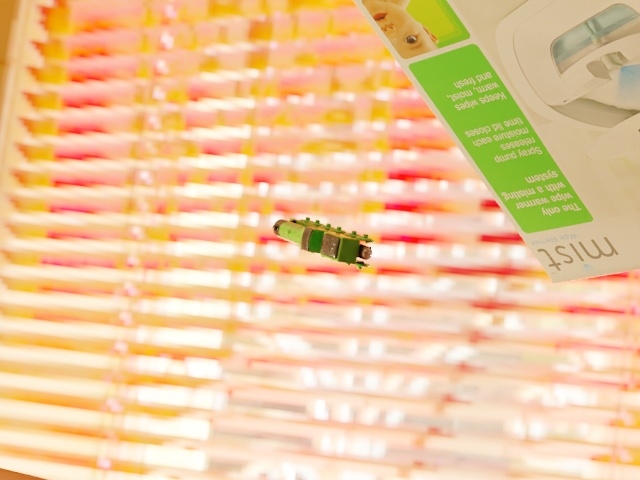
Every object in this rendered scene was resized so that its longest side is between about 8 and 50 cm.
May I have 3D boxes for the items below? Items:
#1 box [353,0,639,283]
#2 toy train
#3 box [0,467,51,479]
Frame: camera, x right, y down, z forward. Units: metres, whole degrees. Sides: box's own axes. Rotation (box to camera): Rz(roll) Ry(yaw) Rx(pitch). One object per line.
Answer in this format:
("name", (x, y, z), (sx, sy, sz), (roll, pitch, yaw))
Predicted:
("box", (0.193, -0.113, 0.901), (0.262, 0.127, 0.231), (-12, -58, 47))
("toy train", (0.000, 0.000, 0.810), (0.023, 0.017, 0.083), (8, 4, -26))
("box", (-0.163, 0.220, 0.689), (0.345, 0.168, 0.215), (15, 25, -9))
